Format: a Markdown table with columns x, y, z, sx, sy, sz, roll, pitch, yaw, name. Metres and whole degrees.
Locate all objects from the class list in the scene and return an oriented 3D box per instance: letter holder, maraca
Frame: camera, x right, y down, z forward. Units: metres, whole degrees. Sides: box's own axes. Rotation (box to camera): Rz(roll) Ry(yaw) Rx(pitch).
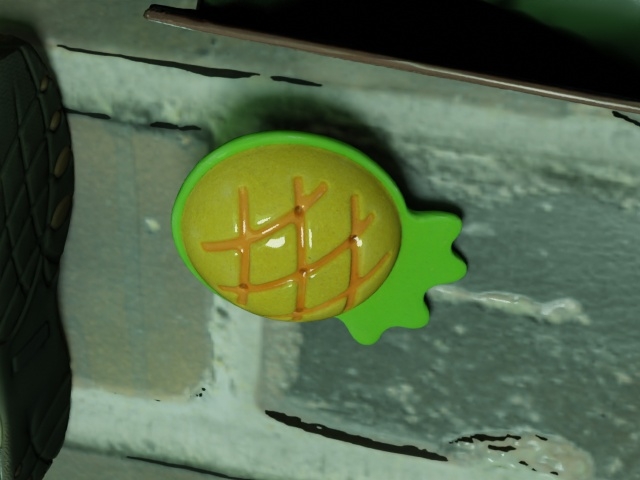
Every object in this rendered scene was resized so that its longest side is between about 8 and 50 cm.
| x | y | z | sx | sy | sz | roll | pitch | yaw | name |
| --- | --- | --- | --- | --- | --- | --- | --- | --- | --- |
| 0.062 | -0.154 | 0.910 | 0.302 | 0.214 | 0.152 | 12 | 100 | 12 | letter holder |
| 0.000 | 0.000 | 1.096 | 0.185 | 0.099 | 0.127 | 24 | 120 | -23 | maraca |

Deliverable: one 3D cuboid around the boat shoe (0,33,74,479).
| x | y | z | sx | sy | sz | roll | pitch | yaw | name |
| --- | --- | --- | --- | --- | --- | --- | --- | --- | --- |
| -0.234 | 0.025 | 1.169 | 0.120 | 0.122 | 0.324 | 12 | 117 | 16 | boat shoe |
